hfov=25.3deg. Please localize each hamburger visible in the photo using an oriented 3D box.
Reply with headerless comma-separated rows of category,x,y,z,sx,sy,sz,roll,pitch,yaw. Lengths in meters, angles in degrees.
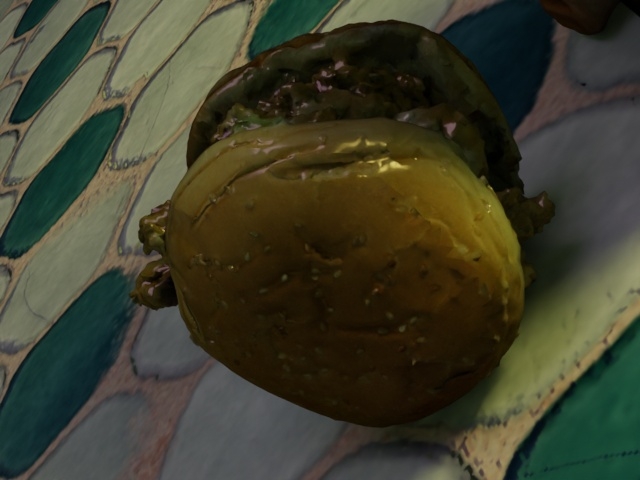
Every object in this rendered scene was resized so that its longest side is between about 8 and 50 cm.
hamburger,0.000,0.000,0.584,0.185,0.159,0.131,-17,40,23

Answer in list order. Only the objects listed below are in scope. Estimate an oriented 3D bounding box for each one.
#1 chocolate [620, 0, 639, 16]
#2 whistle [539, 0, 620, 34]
chocolate,0.099,-0.287,0.546,0.314,0.326,0.297,-53,36,1
whistle,0.176,-0.194,0.668,0.220,0.057,0.107,-57,37,0
